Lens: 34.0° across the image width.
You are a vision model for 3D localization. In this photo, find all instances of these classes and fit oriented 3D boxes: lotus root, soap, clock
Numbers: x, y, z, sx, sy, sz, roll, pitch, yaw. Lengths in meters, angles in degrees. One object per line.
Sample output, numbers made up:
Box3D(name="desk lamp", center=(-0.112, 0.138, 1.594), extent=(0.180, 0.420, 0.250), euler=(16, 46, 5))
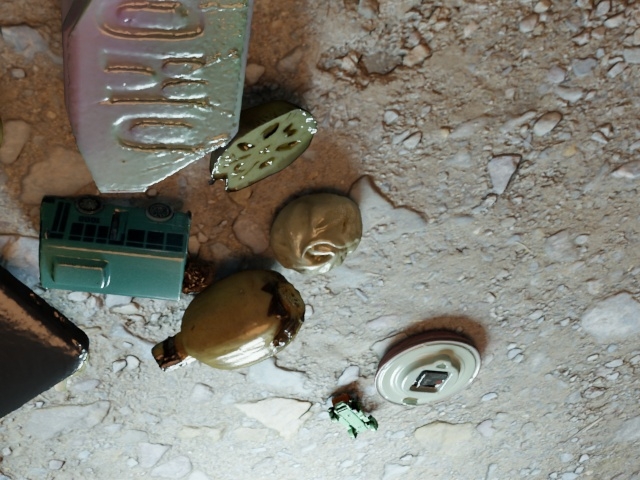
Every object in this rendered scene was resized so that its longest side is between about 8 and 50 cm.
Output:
Box3D(name="lotus root", center=(-0.177, 0.165, 1.974), extent=(0.310, 0.182, 0.183), euler=(-27, 136, 17))
Box3D(name="soap", center=(-0.240, -0.277, 1.512), extent=(0.261, 0.156, 0.446), euler=(-1, 136, -15))
Box3D(name="clock", center=(0.236, 0.290, 2.299), extent=(0.244, 0.056, 0.244), euler=(-8, 136, -8))
Box3D(name="lotus root", center=(-0.106, -0.167, 1.692), extent=(0.204, 0.078, 0.183), euler=(-26, 158, -26))

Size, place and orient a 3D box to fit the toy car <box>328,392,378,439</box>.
Box3D(name="toy car", center=(0.074, 0.398, 2.366), extent=(0.073, 0.054, 0.143), euler=(-26, 140, 14))

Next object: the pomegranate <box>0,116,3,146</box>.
Box3D(name="pomegranate", center=(-0.559, -0.152, 1.531), extent=(0.191, 0.191, 0.191), euler=(-8, 136, -8))

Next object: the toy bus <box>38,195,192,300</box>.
Box3D(name="toy bus", center=(-0.354, 0.016, 1.775), extent=(0.256, 0.147, 0.128), euler=(6, 131, -8))

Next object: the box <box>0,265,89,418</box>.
Box3D(name="box", center=(-0.649, 0.188, 1.888), extent=(0.359, 0.091, 0.350), euler=(-32, 124, 17))

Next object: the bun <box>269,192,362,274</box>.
Box3D(name="bun", center=(0.000, 0.000, 1.901), extent=(0.183, 0.102, 0.183), euler=(-10, 139, -9))

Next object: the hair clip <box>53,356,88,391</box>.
Box3D(name="hair clip", center=(-0.540, 0.262, 2.044), extent=(0.218, 0.071, 0.159), euler=(-25, 141, 18))

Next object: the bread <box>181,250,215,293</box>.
Box3D(name="bread", center=(-0.251, 0.059, 1.922), extent=(0.082, 0.060, 0.113), euler=(-38, 134, 19))
